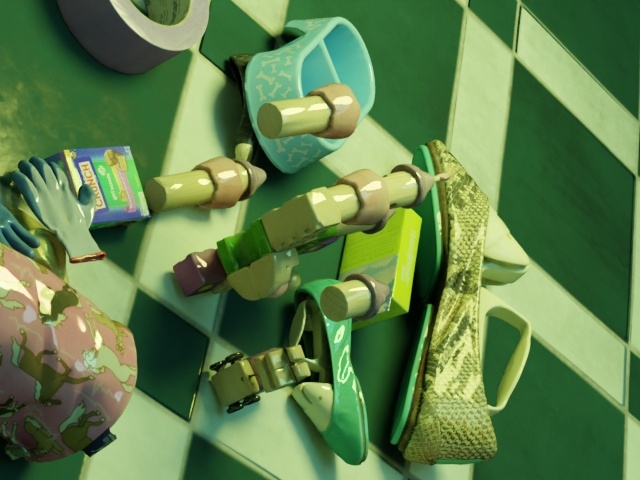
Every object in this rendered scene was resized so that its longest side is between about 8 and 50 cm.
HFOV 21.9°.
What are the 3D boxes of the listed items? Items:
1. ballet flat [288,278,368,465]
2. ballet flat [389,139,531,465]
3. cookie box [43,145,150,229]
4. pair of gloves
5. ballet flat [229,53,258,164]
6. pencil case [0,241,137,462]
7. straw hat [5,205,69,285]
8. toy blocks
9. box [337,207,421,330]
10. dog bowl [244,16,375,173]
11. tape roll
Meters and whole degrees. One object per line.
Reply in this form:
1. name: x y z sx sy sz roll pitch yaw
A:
1. ballet flat: 0.002 0.166 2.086 0.087 0.083 0.247 3 67 -24
2. ballet flat: 0.200 0.089 2.272 0.182 0.164 0.482 9 60 -6
3. cookie box: -0.256 -0.059 1.903 0.107 0.040 0.091 -9 80 -52
4. pair of gloves: -0.316 -0.033 1.765 0.198 0.023 0.159 -6 50 -42
5. ballet flat: -0.100 -0.168 2.160 0.049 0.057 0.173 5 59 -5
6. pencil case: -0.359 0.076 1.609 0.386 0.160 0.167 37 42 -34
7. straw hat: -0.306 0.022 1.782 0.144 0.061 0.144 28 51 -41
8. toy blocks: 0.000 0.000 1.981 0.260 0.289 0.309 -13 79 -47
9. box: 0.073 0.045 2.197 0.042 0.109 0.178 41 44 -33
10. dog bowl: -0.006 -0.203 2.214 0.166 0.074 0.297 68 27 -18
11. tape roll: -0.231 -0.305 2.033 0.189 0.080 0.189 28 51 -41
